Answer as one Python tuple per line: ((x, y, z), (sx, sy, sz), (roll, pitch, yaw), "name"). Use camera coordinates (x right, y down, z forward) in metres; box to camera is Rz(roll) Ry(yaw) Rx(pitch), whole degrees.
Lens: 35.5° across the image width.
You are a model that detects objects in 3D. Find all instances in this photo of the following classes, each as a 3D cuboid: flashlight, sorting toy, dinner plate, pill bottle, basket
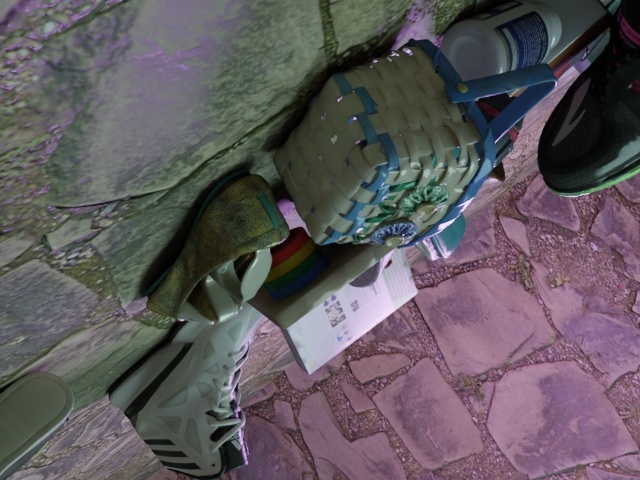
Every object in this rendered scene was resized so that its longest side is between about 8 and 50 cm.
((0.326, -0.249, 1.548), (0.304, 0.103, 0.103), (-47, -146, -9), "flashlight")
((0.000, -0.006, 1.398), (0.257, 0.089, 0.255), (-36, -167, -9), "sorting toy")
((0.539, -0.369, 2.107), (0.141, 0.017, 0.141), (-37, 170, -7), "dinner plate")
((0.236, -0.253, 1.276), (0.169, 0.094, 0.094), (-29, 168, -41), "pill bottle")
((0.110, -0.108, 1.172), (0.289, 0.201, 0.255), (-20, 162, -32), "basket")

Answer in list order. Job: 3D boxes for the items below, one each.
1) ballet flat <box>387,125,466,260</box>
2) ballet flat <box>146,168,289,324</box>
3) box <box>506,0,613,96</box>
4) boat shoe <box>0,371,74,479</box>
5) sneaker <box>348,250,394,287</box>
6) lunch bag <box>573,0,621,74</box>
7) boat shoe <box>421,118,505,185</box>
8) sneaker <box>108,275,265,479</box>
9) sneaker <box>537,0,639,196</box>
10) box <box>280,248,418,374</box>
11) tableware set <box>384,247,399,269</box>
((0.144, -0.082, 1.564), (0.139, 0.139, 0.400), (-37, 156, -5), "ballet flat")
((-0.132, 0.041, 1.263), (0.123, 0.123, 0.348), (-31, 169, -36), "ballet flat")
((0.316, -0.290, 1.408), (0.170, 0.091, 0.130), (-41, 170, 22), "box")
((-0.446, 0.279, 1.260), (0.305, 0.109, 0.091), (-35, 166, -42), "boat shoe")
((0.143, -0.031, 1.906), (0.180, 0.124, 0.321), (-31, 167, -34), "sneaker")
((0.601, -0.306, 1.883), (0.160, 0.262, 0.223), (-39, 172, 10), "lunch bag")
((0.225, -0.138, 1.714), (0.110, 0.121, 0.341), (-17, 166, 22), "boat shoe")
((-0.156, 0.247, 1.733), (0.447, 0.257, 0.169), (-43, 169, 30), "sneaker")
((0.436, -0.261, 1.339), (0.202, 0.185, 0.483), (8, 131, -38), "sneaker")
((0.055, 0.121, 2.182), (0.322, 0.058, 0.232), (-34, 134, -13), "box")
((0.120, 0.009, 2.032), (0.141, 0.020, 0.169), (-55, -153, -1), "tableware set")
